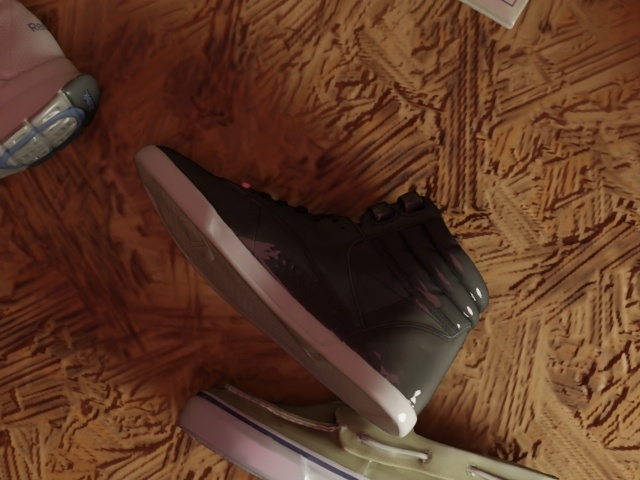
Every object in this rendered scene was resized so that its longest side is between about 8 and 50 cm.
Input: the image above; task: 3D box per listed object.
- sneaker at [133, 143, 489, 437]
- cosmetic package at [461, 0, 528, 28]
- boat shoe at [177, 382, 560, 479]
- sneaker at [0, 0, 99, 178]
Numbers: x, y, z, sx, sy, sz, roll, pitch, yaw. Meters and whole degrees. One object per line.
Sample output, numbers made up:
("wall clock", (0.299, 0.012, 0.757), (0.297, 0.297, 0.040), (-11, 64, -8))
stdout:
("sneaker", (0.000, 0.000, 1.250), (0.295, 0.104, 0.147), (41, 73, 14))
("cosmetic package", (0.046, -0.289, 1.180), (0.296, 0.129, 0.153), (32, 100, -2))
("boat shoe", (0.040, 0.169, 1.274), (0.302, 0.109, 0.094), (24, 84, -9))
("sneaker", (-0.312, -0.072, 1.262), (0.297, 0.111, 0.129), (-34, 79, 4))
